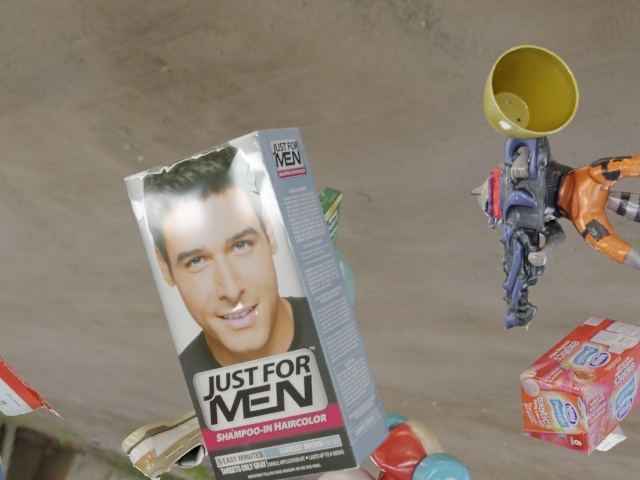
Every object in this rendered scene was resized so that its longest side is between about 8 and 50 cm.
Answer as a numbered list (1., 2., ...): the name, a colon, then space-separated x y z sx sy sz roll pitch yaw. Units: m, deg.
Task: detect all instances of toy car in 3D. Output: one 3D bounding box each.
1. toy car: 0.071 0.379 1.234 0.237 0.210 0.219 -18 -168 -13

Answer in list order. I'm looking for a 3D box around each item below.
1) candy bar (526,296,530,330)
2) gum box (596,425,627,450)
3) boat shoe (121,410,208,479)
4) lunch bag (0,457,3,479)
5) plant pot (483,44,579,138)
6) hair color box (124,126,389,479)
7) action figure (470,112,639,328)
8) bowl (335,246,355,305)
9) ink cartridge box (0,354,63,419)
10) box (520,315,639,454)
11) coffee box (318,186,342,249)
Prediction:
1. candy bar: 0.385 0.118 1.699 0.018 0.040 0.161 6 150 26
2. gum box: 0.585 0.389 1.941 0.062 0.107 0.188 -38 147 18
3. boat shoe: -0.285 0.433 1.909 0.302 0.103 0.113 -9 146 -54
4. lunch bag: -0.479 0.349 1.175 0.090 0.176 0.219 -5 180 -37
5. plant pot: 0.289 -0.199 1.293 0.134 0.134 0.095 23 162 -6
6. hair color box: -0.071 0.077 1.025 0.185 0.375 0.113 -16 -179 25
7. action figure: 0.389 -0.022 1.403 0.330 0.342 0.178 18 -158 37
8. bowl: -0.056 0.098 2.250 0.311 0.312 0.163 20 160 1
9. ink cartridge box: -0.493 0.190 1.311 0.232 0.066 0.189 18 147 55
10. box: 0.467 0.244 1.551 0.128 0.256 0.123 11 118 43
11. coffee box: 0.000 0.000 1.776 0.040 0.113 0.184 16 123 15
